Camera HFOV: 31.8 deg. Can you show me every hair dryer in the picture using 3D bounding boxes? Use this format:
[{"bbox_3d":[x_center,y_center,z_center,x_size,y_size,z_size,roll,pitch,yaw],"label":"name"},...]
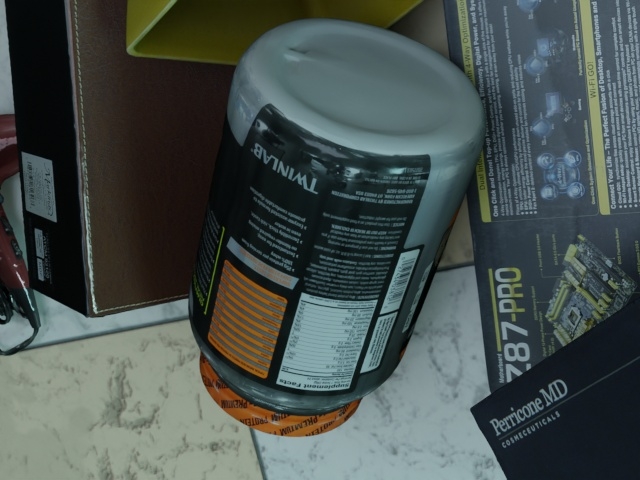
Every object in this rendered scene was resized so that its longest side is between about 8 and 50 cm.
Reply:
[{"bbox_3d":[-0.360,-0.033,1.239,0.223,0.080,0.293,33,118,-3],"label":"hair dryer"}]

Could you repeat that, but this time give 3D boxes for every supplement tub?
[{"bbox_3d":[0.000,0.000,0.971,0.207,0.207,0.338,29,130,15],"label":"supplement tub"}]

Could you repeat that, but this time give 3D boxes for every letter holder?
[{"bbox_3d":[-0.170,-0.102,1.101,0.152,0.214,0.302,15,111,53],"label":"letter holder"}]

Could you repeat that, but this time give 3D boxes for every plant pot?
[{"bbox_3d":[-0.038,-0.276,0.941,0.212,0.212,0.187,-28,67,53],"label":"plant pot"}]

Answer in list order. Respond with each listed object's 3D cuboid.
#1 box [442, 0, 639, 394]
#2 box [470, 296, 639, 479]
[{"bbox_3d":[0.278,-0.068,0.930,0.318,0.097,0.395,-5,99,22],"label":"box"},{"bbox_3d":[0.312,0.164,0.709,0.343,0.179,0.312,-46,64,51],"label":"box"}]
